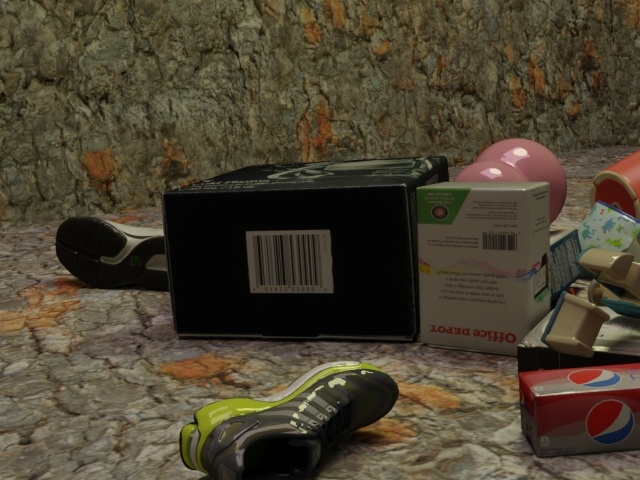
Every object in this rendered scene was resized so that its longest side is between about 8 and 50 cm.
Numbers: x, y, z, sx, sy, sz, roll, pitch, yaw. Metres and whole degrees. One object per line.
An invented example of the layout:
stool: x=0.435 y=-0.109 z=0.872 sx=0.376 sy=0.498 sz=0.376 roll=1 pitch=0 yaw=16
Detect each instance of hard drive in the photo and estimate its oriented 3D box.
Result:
hard drive: x=0.501 y=0.164 z=1.379 sx=0.339 sy=0.064 sz=0.237 roll=3 pitch=14 yaw=31

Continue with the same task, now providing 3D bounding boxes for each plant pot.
plant pot: x=0.831 y=-0.113 z=2.240 sx=0.243 sy=0.275 sz=0.275 roll=-19 pitch=15 yaw=-17

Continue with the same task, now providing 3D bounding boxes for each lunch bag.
lunch bag: x=0.625 y=0.005 z=1.910 sx=0.096 sy=0.129 sz=0.151 roll=32 pitch=3 yaw=-34

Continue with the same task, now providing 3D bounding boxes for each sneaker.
sneaker: x=-0.434 y=0.034 z=2.271 sx=0.448 sy=0.169 sz=0.257 roll=10 pitch=7 yaw=24
sneaker: x=-0.018 y=0.242 z=1.125 sx=0.300 sy=0.111 sz=0.121 roll=-17 pitch=26 yaw=-29

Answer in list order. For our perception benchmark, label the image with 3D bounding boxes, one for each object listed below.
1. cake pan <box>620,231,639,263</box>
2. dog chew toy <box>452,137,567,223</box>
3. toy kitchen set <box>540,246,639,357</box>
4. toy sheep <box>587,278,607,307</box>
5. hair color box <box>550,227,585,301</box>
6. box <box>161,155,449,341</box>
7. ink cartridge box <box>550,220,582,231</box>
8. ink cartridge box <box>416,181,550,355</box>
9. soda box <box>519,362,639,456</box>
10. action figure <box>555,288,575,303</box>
cake pan: x=0.709 y=0.052 z=1.674 sx=0.293 sy=0.054 sz=0.293 roll=9 pitch=22 yaw=-4
dog chew toy: x=0.352 y=-0.079 z=1.807 sx=0.207 sy=0.206 sz=0.332 roll=6 pitch=26 yaw=44
toy kitchen set: x=0.421 y=0.115 z=1.338 sx=0.207 sy=0.166 sz=0.122 roll=32 pitch=-10 yaw=-33
toy sheep: x=0.539 y=0.098 z=1.654 sx=0.091 sy=0.091 sz=0.132 roll=2 pitch=-2 yaw=30
hair color box: x=0.382 y=0.066 z=1.760 sx=0.174 sy=0.105 sz=0.347 roll=-10 pitch=6 yaw=34
box: x=0.000 y=0.000 z=1.839 sx=0.480 sy=0.297 sz=0.472 roll=-1 pitch=9 yaw=17
ink cartridge box: x=0.527 y=0.017 z=2.049 sx=0.212 sy=0.093 sz=0.154 roll=-10 pitch=12 yaw=-37
ink cartridge box: x=0.280 y=0.042 z=1.534 sx=0.201 sy=0.278 sz=0.117 roll=3 pitch=10 yaw=33
soda box: x=0.391 y=0.208 z=1.133 sx=0.263 sy=0.083 sz=0.092 roll=-5 pitch=11 yaw=-1
action figure: x=0.469 y=0.119 z=1.704 sx=0.038 sy=0.030 sz=0.115 roll=-19 pitch=9 yaw=16
